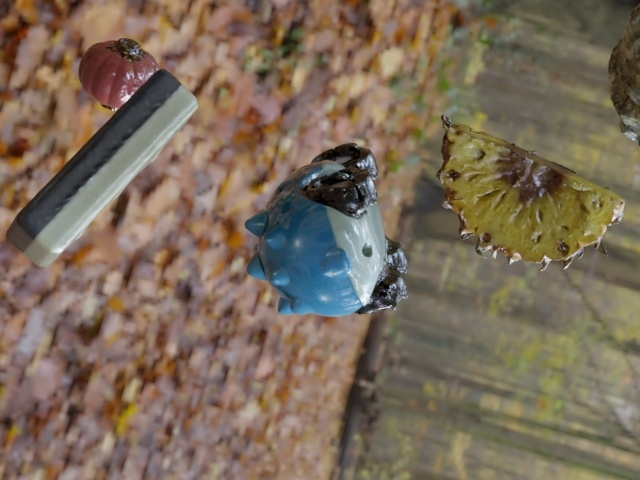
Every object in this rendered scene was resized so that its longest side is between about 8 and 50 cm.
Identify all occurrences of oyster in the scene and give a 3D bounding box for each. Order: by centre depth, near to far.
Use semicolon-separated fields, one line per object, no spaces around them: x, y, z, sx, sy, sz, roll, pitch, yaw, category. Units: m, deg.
0.328;-0.146;1.329;0.125;0.177;0.064;-36;176;-13;oyster

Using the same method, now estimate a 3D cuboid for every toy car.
0.000;0.000;1.807;0.255;0.190;0.188;-80;151;-70;toy car

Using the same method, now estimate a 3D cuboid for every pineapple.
0.211;-0.034;1.602;0.135;0.233;0.079;-64;176;18;pineapple

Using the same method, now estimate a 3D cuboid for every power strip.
-0.238;-0.083;1.608;0.256;0.070;0.105;-50;-172;-20;power strip

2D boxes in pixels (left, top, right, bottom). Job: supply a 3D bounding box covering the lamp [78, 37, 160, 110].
-0.258;-0.214;1.860;0.107;0.108;0.092;-66;177;-62;lamp
